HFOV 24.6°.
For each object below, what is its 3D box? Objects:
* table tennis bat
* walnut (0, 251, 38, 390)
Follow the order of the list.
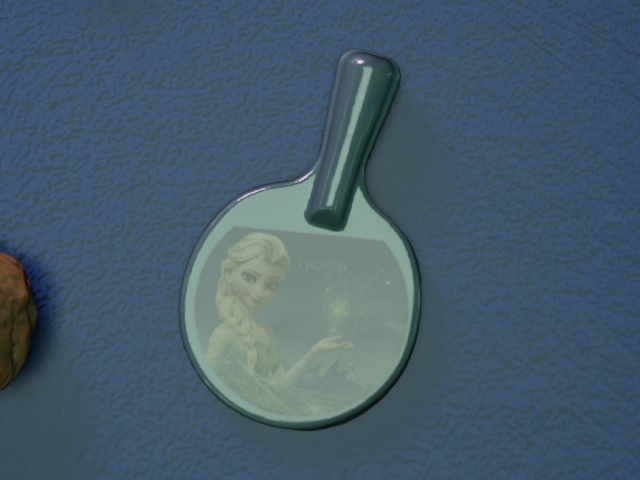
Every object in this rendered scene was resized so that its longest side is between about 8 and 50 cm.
[{"bbox_3d":[0.000,0.000,0.898,0.149,0.038,0.237,17,93,2],"label":"table tennis bat"},{"bbox_3d":[-0.212,0.047,0.881,0.078,0.082,0.096,5,88,-27],"label":"walnut"}]
